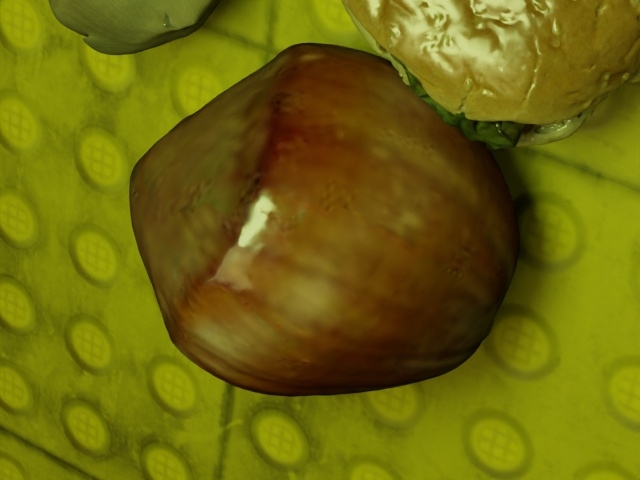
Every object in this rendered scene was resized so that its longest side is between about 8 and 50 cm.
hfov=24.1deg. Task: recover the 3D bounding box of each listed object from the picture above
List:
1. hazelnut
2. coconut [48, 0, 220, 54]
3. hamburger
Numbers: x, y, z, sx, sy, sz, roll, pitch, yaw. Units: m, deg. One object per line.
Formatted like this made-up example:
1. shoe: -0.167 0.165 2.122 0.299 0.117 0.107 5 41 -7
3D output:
1. hazelnut: 0.000 0.000 1.402 0.372 0.315 0.372 16 147 11
2. coconut: -0.174 -0.278 1.447 0.224 0.224 0.224 15 120 29
3. hamburger: 0.148 -0.180 1.235 0.329 0.162 0.209 15 96 11
